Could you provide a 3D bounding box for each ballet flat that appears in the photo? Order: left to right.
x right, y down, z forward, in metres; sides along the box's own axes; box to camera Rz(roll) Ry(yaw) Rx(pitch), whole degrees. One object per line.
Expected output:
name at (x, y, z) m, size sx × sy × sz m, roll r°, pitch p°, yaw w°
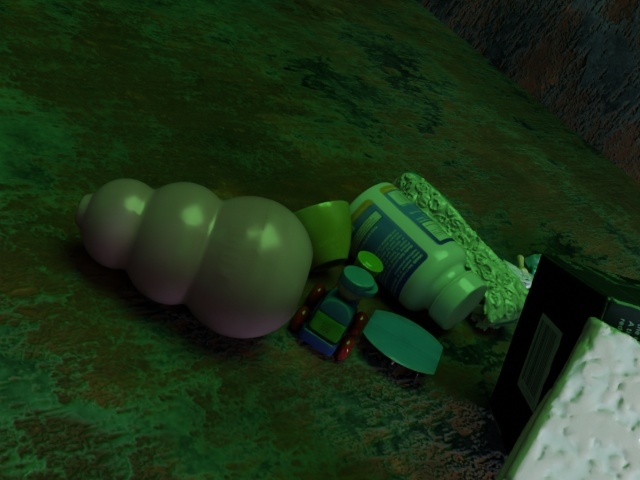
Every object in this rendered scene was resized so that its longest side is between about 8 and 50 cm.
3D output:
ballet flat at (0.244, 0.018, 1.812) m, size 0.147 × 0.147 × 0.409 m, roll -4°, pitch 43°, yaw -49°

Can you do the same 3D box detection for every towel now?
towel at (0.364, 0.294, 1.019) m, size 0.332 × 0.317 × 0.053 m, roll 29°, pitch -2°, yaw -2°

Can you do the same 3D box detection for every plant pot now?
plant pot at (0.000, 0.000, 1.600) m, size 0.134 × 0.134 × 0.095 m, roll -4°, pitch 72°, yaw -49°

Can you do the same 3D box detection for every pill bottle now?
pill bottle at (0.168, 0.032, 1.673) m, size 0.272 × 0.152 × 0.152 m, roll 45°, pitch 30°, yaw 23°

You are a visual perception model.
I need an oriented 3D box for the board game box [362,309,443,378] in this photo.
board game box at (0.132, 0.178, 1.526) m, size 0.133 × 0.033 × 0.168 m, roll 29°, pitch 22°, yaw 5°

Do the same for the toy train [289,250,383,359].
toy train at (0.052, 0.074, 1.489) m, size 0.105 × 0.143 × 0.248 m, roll 34°, pitch 27°, yaw 2°

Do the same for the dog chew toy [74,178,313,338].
dog chew toy at (-0.183, 0.010, 1.304) m, size 0.332 × 0.206 × 0.206 m, roll 20°, pitch 29°, yaw -7°

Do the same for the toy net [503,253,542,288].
toy net at (0.467, 0.084, 2.022) m, size 0.122 × 0.045 × 0.232 m, roll 47°, pitch 32°, yaw 23°

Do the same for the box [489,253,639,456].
box at (0.528, 0.241, 1.291) m, size 0.472 × 0.297 × 0.480 m, roll 18°, pitch 7°, yaw 2°
